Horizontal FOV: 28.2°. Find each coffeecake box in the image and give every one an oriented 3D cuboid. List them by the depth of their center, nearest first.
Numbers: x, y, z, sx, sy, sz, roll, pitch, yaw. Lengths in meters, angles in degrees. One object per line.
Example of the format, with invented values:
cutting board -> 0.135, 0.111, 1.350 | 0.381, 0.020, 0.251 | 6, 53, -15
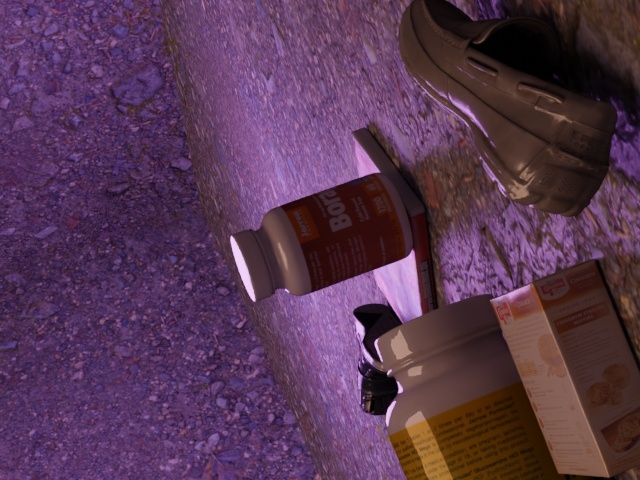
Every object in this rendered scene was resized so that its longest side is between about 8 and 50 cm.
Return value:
coffeecake box -> 0.239, 0.122, 1.197 | 0.142, 0.068, 0.185 | 131, 118, -78

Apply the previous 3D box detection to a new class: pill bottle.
pill bottle -> 0.184, 0.236, 1.365 | 0.188, 0.188, 0.334 | 114, 134, -75
pill bottle -> 0.000, 0.000, 1.646 | 0.121, 0.216, 0.121 | 160, 90, -79

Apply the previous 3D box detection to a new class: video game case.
video game case -> 0.107, 0.008, 1.782 | 0.204, 0.025, 0.285 | -122, 15, -47

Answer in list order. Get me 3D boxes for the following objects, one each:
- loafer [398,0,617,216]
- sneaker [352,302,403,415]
loafer -> 0.158, -0.141, 1.083 | 0.111, 0.112, 0.319 | -63, 33, 24
sneaker -> 0.103, 0.207, 1.958 | 0.226, 0.086, 0.163 | -111, 15, -73
